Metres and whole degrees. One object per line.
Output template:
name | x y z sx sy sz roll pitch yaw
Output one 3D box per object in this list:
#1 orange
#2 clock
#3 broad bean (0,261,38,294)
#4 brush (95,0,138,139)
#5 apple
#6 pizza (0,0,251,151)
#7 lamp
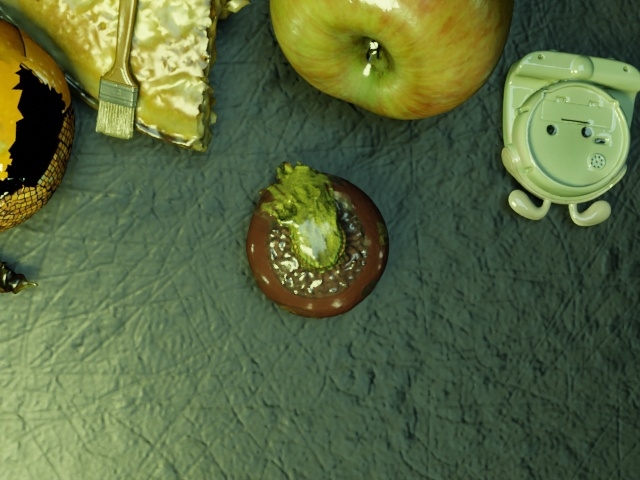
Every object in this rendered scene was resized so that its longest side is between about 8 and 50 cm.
orange | -0.365 -0.119 1.273 0.234 0.182 0.235 0 87 0
clock | 0.283 -0.115 1.429 0.151 0.062 0.191 6 87 -8
broad bean | -0.463 0.012 1.311 0.338 0.061 0.077 17 77 -8
brush | -0.205 -0.185 1.292 0.043 0.014 0.170 15 116 8
apple | 0.081 -0.265 1.314 0.264 0.264 0.265 0 87 -8
pizza | -0.183 -0.348 1.316 0.440 0.130 0.406 44 102 -7
lamp | -0.002 0.005 1.343 0.157 0.135 0.156 23 84 -9
